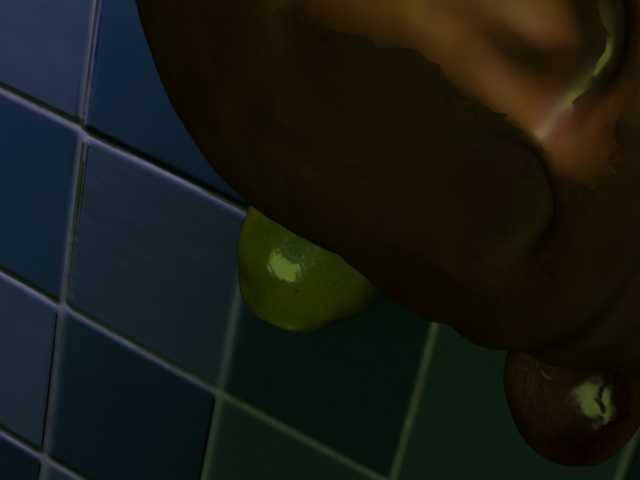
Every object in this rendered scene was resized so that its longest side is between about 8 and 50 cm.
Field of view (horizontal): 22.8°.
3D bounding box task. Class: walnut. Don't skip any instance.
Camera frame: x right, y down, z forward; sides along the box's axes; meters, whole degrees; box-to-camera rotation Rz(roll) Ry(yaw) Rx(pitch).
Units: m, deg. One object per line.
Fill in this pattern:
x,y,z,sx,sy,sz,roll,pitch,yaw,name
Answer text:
0.117,-0.135,0.485,0.354,0.308,0.398,19,123,5,walnut

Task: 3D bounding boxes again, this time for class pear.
0.000,0.000,0.832,0.092,0.092,0.097,27,106,22,pear

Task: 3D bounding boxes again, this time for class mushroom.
0.146,0.071,0.775,0.129,0.073,0.088,11,83,27,mushroom
